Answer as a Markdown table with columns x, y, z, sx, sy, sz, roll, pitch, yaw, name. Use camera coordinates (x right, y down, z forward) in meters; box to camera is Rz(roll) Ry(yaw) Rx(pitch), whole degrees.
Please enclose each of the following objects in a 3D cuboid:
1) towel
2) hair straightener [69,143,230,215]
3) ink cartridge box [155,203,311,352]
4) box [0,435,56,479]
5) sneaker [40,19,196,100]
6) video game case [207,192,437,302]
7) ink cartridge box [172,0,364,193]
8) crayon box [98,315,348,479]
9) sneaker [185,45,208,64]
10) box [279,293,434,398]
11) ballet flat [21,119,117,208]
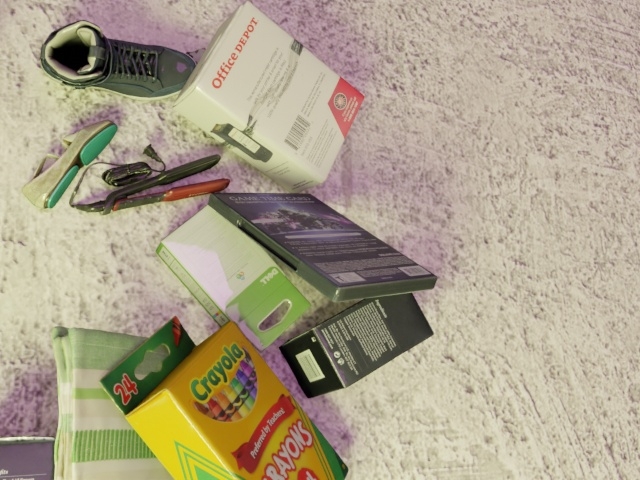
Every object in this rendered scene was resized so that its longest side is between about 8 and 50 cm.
| x | y | z | sx | sy | sz | roll | pitch | yaw | name |
| --- | --- | --- | --- | --- | --- | --- | --- | --- | --- |
| -0.238 | 0.276 | 0.939 | 0.038 | 0.248 | 0.324 | -12 | 72 | 22 | towel |
| -0.253 | -0.092 | 1.130 | 0.231 | 0.047 | 0.089 | -16 | 79 | -19 | hair straightener |
| -0.125 | 0.054 | 1.113 | 0.109 | 0.062 | 0.209 | -42 | 90 | -26 | ink cartridge box |
| -0.361 | 0.335 | 0.894 | 0.108 | 0.153 | 0.207 | 1 | 72 | -18 | box |
| -0.278 | -0.249 | 1.091 | 0.226 | 0.163 | 0.086 | 0 | 93 | -17 | sneaker |
| 0.000 | 0.000 | 1.063 | 0.196 | 0.274 | 0.026 | -3 | 118 | -45 | video game case |
| -0.075 | -0.210 | 1.165 | 0.237 | 0.100 | 0.171 | 35 | 65 | -22 | ink cartridge box |
| -0.109 | 0.241 | 0.977 | 0.318 | 0.081 | 0.202 | 52 | 24 | -5 | crayon box |
| -0.182 | -0.254 | 1.205 | 0.069 | 0.038 | 0.098 | -17 | 71 | -21 | sneaker |
| 0.048 | 0.141 | 1.096 | 0.158 | 0.156 | 0.093 | -27 | 85 | -25 | box |
| -0.355 | -0.119 | 1.091 | 0.052 | 0.057 | 0.168 | 32 | 65 | 3 | ballet flat |
